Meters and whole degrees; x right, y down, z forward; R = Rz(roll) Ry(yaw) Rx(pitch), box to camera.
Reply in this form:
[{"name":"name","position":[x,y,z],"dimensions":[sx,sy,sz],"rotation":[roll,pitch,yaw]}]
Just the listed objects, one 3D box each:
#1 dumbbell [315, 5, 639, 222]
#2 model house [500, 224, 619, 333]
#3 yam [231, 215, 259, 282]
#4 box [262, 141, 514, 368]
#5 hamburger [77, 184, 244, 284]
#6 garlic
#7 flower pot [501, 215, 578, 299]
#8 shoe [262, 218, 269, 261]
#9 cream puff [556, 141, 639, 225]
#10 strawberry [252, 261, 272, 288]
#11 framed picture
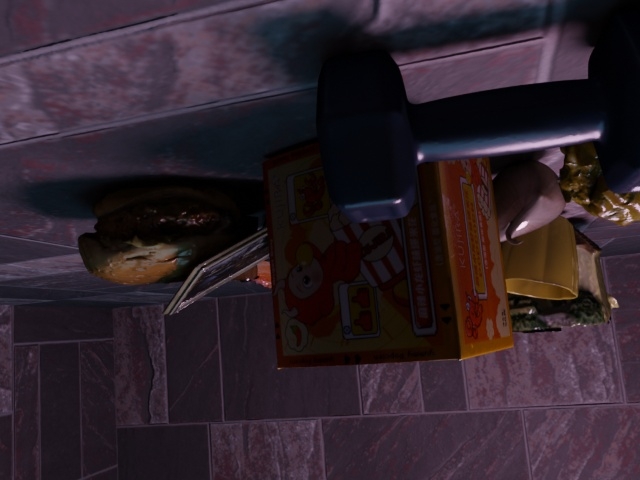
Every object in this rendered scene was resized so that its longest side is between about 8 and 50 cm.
[{"name":"dumbbell","position":[0.160,-0.104,0.523],"dimensions":[0.325,0.160,0.144],"rotation":[-6,140,12]},{"name":"model house","position":[0.598,0.095,1.592],"dimensions":[0.321,0.266,0.261],"rotation":[-8,178,29]},{"name":"yam","position":[-0.159,0.014,1.153],"dimensions":[0.084,0.127,0.084],"rotation":[2,-169,0]},{"name":"box","position":[0.083,0.016,0.789],"dimensions":[0.259,0.283,0.214],"rotation":[-11,171,34]},{"name":"hamburger","position":[-0.254,-0.002,0.967],"dimensions":[0.259,0.144,0.283],"rotation":[-2,167,-10]},{"name":"garlic","position":[0.300,-0.053,0.890],"dimensions":[0.128,0.148,0.266],"rotation":[15,179,5]},{"name":"flower pot","position":[0.521,0.036,1.430],"dimensions":[0.195,0.179,0.195],"rotation":[12,166,3]},{"name":"shoe","position":[-0.088,-0.019,1.231],"dimensions":[0.071,0.049,0.179],"rotation":[8,146,-11]},{"name":"cream puff","position":[0.360,-0.087,0.760],"dimensions":[0.116,0.146,0.146],"rotation":[-3,171,-5]},{"name":"strawberry","position":[-0.095,0.047,1.513],"dimensions":[0.286,0.106,0.188],"rotation":[11,144,-15]},{"name":"framed picture","position":[-0.115,0.023,1.004],"dimensions":[0.296,0.019,0.232],"rotation":[-32,174,-34]}]
